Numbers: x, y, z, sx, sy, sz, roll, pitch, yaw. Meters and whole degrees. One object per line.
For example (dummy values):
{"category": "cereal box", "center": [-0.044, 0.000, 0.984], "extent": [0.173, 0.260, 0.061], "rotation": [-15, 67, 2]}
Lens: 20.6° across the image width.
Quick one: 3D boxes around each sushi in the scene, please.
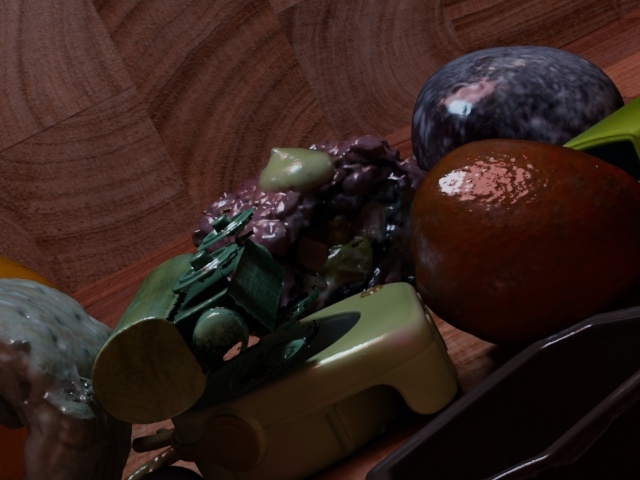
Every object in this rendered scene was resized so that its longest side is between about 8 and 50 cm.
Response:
{"category": "sushi", "center": [0.000, 0.000, 1.983], "extent": [0.270, 0.237, 0.171], "rotation": [-26, 15, -22]}

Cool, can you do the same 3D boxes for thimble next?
{"category": "thimble", "center": [-0.310, 0.173, 1.628], "extent": [0.291, 0.292, 0.195], "rotation": [-24, 4, 15]}

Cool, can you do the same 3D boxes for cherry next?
{"category": "cherry", "center": [0.222, -0.121, 2.094], "extent": [0.296, 0.218, 0.255], "rotation": [-11, 8, 13]}

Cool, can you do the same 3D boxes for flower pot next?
{"category": "flower pot", "center": [0.159, 0.133, 1.133], "extent": [0.251, 0.084, 0.179], "rotation": [-34, 11, -36]}

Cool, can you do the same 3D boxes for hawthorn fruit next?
{"category": "hawthorn fruit", "center": [0.205, -0.005, 1.554], "extent": [0.251, 0.199, 0.199], "rotation": [-8, 16, 27]}

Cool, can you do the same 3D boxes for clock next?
{"category": "clock", "center": [-0.031, 0.148, 1.590], "extent": [0.308, 0.096, 0.235], "rotation": [-26, 9, 4]}

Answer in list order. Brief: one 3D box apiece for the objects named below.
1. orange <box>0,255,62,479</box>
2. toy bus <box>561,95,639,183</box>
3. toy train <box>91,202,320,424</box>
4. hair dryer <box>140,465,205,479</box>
{"category": "orange", "center": [-0.404, 0.163, 1.975], "extent": [0.312, 0.312, 0.312], "rotation": [-26, 8, 4]}
{"category": "toy bus", "center": [0.356, -0.089, 1.684], "extent": [0.262, 0.150, 0.128], "rotation": [-32, 11, -38]}
{"category": "toy train", "center": [-0.100, 0.079, 1.556], "extent": [0.189, 0.126, 0.307], "rotation": [-42, 8, 10]}
{"category": "hair dryer", "center": [-0.188, 0.271, 1.439], "extent": [0.219, 0.071, 0.124], "rotation": [-32, 7, 11]}
